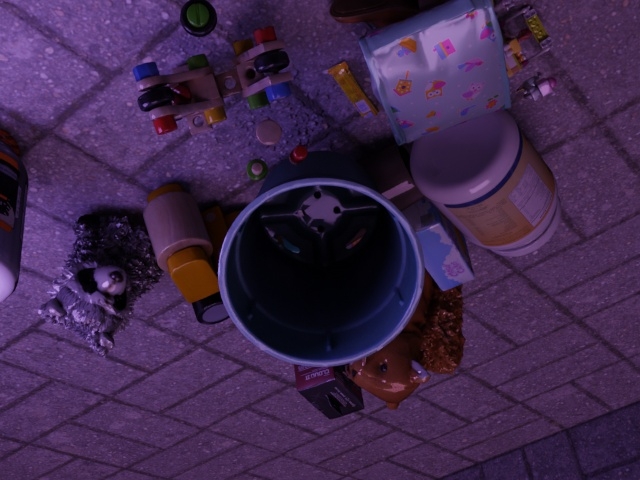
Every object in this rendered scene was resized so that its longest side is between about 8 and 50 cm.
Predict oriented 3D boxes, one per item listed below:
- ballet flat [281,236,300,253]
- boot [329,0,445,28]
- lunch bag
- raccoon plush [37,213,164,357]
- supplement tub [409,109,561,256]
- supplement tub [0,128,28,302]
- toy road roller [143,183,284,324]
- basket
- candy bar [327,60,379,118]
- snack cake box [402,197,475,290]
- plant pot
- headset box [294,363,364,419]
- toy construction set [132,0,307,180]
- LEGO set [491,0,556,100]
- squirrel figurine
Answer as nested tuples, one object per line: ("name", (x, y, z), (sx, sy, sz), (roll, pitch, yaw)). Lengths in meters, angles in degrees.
("ballet flat", (-0.021, 0.013, 1.913), (0.168, 0.057, 0.052), (-4, 154, -7))
("boot", (0.121, -0.371, 1.406), (0.197, 0.073, 0.152), (-10, 148, 5))
("lunch bag", (0.187, -0.298, 1.341), (0.223, 0.160, 0.262), (-20, 155, 9))
("raccoon plush", (-0.486, 0.158, 1.746), (0.216, 0.299, 0.446), (21, 139, -4))
("supplement tub", (0.349, -0.117, 1.669), (0.228, 0.228, 0.316), (-27, 141, 23))
("supplement tub", (-0.632, -0.050, 1.460), (0.193, 0.316, 0.194), (-7, 144, -5))
("toy road roller", (-0.212, 0.009, 1.750), (0.240, 0.203, 0.330), (-24, 149, 0))
("basket", (0.096, -0.097, 1.711), (0.226, 0.154, 0.204), (-27, 154, 17))
("candy bar", (0.066, -0.283, 1.556), (0.040, 0.018, 0.161), (-20, 143, 20))
("snack cake box", (0.260, -0.017, 1.850), (0.089, 0.152, 0.264), (-22, 143, 16))
("plant pot", (0.000, 0.000, 1.485), (0.340, 0.334, 0.341), (0, 111, -1))
("headset box", (0.014, 0.316, 2.129), (0.110, 0.293, 0.218), (-20, 142, 14))
("toy construction set", (-0.151, -0.234, 1.385), (0.257, 0.309, 0.237), (-43, -176, -3))
("LEGO set", (0.334, -0.388, 1.406), (0.107, 0.132, 0.287), (-32, 118, 2))
("squirrel figurine", (0.208, 0.213, 1.965), (0.396, 0.371, 0.281), (10, 140, -25))
